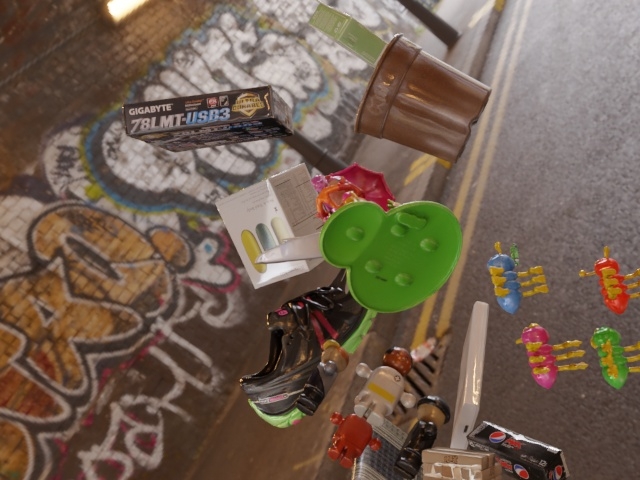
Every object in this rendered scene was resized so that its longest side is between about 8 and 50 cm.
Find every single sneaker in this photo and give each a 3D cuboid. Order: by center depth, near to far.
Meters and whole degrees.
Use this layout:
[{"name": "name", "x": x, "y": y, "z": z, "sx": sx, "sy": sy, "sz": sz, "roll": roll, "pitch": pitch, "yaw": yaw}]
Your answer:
[{"name": "sneaker", "x": -0.013, "y": 0.194, "z": 1.532, "sx": 0.483, "sy": 0.202, "sz": 0.185, "roll": -56, "pitch": 8, "yaw": -16}]

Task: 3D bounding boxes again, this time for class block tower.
[{"name": "block tower", "x": 0.202, "y": 0.466, "z": 0.916, "sx": 0.097, "sy": 0.091, "sz": 0.336, "roll": -4, "pitch": 79, "yaw": 32}]

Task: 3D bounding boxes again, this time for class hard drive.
[{"name": "hard drive", "x": 0.419, "y": 0.377, "z": 1.842, "sx": 0.353, "sy": 0.047, "sz": 0.233, "roll": -69, "pitch": -14, "yaw": -46}]

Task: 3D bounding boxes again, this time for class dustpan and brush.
[{"name": "dustpan and brush", "x": 0.000, "y": 0.000, "z": 1.178, "sx": 0.211, "sy": 0.060, "sz": 0.147, "roll": -8, "pitch": -3, "yaw": 22}]

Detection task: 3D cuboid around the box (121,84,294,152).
[{"name": "box", "x": -0.218, "y": -0.248, "z": 1.376, "sx": 0.293, "sy": 0.295, "sz": 0.073, "roll": -7, "pitch": -90, "yaw": -84}]

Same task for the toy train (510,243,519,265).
[{"name": "toy train", "x": 0.511, "y": 0.036, "z": 1.730, "sx": 0.083, "sy": 0.017, "sz": 0.024, "roll": -74, "pitch": -4, "yaw": -56}]

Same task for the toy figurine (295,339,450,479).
[{"name": "toy figurine", "x": 0.088, "y": 0.272, "z": 1.099, "sx": 0.213, "sy": 0.209, "sz": 0.148, "roll": -8, "pitch": 33, "yaw": 43}]

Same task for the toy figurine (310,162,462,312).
[{"name": "toy figurine", "x": 0.039, "y": -0.026, "z": 0.702, "sx": 0.130, "sy": 0.173, "sz": 0.159, "roll": -57, "pitch": 37, "yaw": 15}]

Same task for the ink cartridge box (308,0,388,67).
[{"name": "ink cartridge box", "x": 0.047, "y": -0.418, "z": 1.321, "sx": 0.056, "sy": 0.171, "sz": 0.235, "roll": -58, "pitch": 42, "yaw": 13}]

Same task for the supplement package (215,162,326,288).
[{"name": "supplement package", "x": -0.112, "y": -0.042, "z": 1.817, "sx": 0.199, "sy": 0.263, "sz": 0.198, "roll": -20, "pitch": 8, "yaw": 32}]

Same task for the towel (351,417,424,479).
[{"name": "towel", "x": 0.208, "y": 0.586, "z": 1.549, "sx": 0.056, "sy": 0.324, "sz": 0.312, "roll": -49, "pitch": 6, "yaw": 22}]

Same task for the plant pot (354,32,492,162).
[{"name": "plant pot", "x": 0.162, "y": -0.208, "z": 1.013, "sx": 0.167, "sy": 0.165, "sz": 0.167, "roll": -61, "pitch": -10, "yaw": -18}]

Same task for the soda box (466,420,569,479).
[{"name": "soda box", "x": 0.336, "y": 0.370, "z": 1.136, "sx": 0.053, "sy": 0.060, "sz": 0.169, "roll": -32, "pitch": 22, "yaw": -28}]

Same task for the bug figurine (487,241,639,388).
[{"name": "bug figurine", "x": 0.362, "y": 0.108, "z": 0.965, "sx": 0.072, "sy": 0.279, "sz": 0.216, "roll": 127, "pitch": 143, "yaw": -61}]
